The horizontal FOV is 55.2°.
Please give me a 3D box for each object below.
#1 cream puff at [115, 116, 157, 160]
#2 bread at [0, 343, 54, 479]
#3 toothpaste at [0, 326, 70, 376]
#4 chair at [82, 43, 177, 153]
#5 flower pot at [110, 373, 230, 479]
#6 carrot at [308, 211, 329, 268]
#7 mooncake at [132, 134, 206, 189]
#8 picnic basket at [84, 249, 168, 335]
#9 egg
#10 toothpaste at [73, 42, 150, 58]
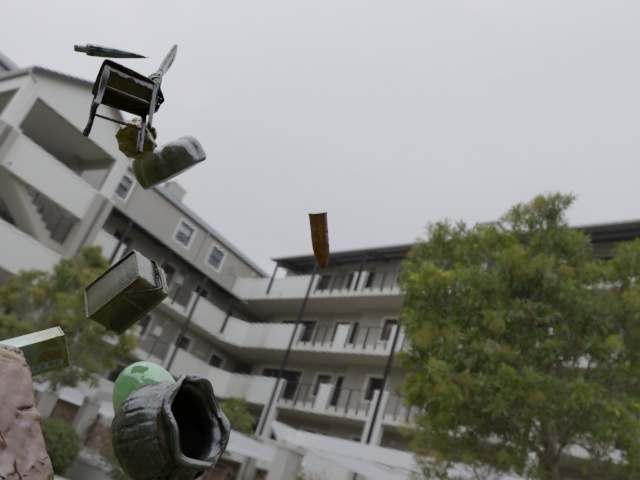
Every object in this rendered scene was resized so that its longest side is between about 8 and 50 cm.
[{"bbox_3d":[-0.575,-0.329,1.955,0.116,0.146,0.146,-5,-33,37],"label":"cream puff"},{"bbox_3d":[-0.619,0.324,1.040,0.167,0.325,0.277,-33,-25,6],"label":"bread"},{"bbox_3d":[-0.698,0.265,1.282,0.312,0.089,0.071,-13,22,-33],"label":"toothpaste"},{"bbox_3d":[-0.514,-0.418,1.668,0.186,0.319,0.160,17,-33,-23],"label":"chair"},{"bbox_3d":[-0.382,0.511,1.587,0.213,0.302,0.302,-24,-40,17],"label":"flower pot"},{"bbox_3d":[0.000,0.000,1.455,0.048,0.139,0.048,-6,0,0],"label":"carrot"},{"bbox_3d":[-0.570,-0.299,2.289,0.275,0.275,0.135,-11,-72,49],"label":"mooncake"},{"bbox_3d":[-0.657,0.176,2.071,0.266,0.165,0.139,-37,-48,8],"label":"picnic basket"},{"bbox_3d":[-0.581,0.539,2.051,0.220,0.220,0.270,-18,-83,54],"label":"egg"},{"bbox_3d":[-0.626,-0.564,1.837,0.216,0.037,0.062,-1,17,-31],"label":"toothpaste"}]
